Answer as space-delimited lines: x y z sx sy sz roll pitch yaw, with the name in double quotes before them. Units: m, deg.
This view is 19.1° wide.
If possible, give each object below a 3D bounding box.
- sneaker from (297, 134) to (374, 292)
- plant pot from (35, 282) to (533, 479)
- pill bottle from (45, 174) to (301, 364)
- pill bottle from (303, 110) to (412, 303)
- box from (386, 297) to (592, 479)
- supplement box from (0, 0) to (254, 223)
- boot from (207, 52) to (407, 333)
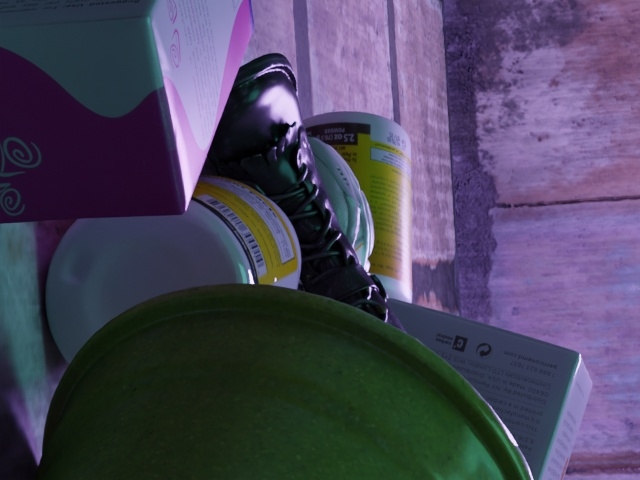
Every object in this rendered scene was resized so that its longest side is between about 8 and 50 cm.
"sneaker" -0.015 0.037 1.552 0.121 0.099 0.262 29 57 -73
"plant pot" -0.058 0.197 0.884 0.254 0.276 0.276 -53 140 -57
"pill bottle" -0.078 0.023 1.128 0.208 0.119 0.119 -27 113 -79
"pill bottle" 0.023 0.002 1.696 0.117 0.117 0.215 63 26 -66
"box" 0.097 0.246 1.601 0.215 0.168 0.345 46 61 -75
"supplement box" -0.111 -0.110 1.005 0.220 0.114 0.111 -78 163 -59
"boot" 0.000 0.000 1.379 0.229 0.091 0.263 59 -1 19
